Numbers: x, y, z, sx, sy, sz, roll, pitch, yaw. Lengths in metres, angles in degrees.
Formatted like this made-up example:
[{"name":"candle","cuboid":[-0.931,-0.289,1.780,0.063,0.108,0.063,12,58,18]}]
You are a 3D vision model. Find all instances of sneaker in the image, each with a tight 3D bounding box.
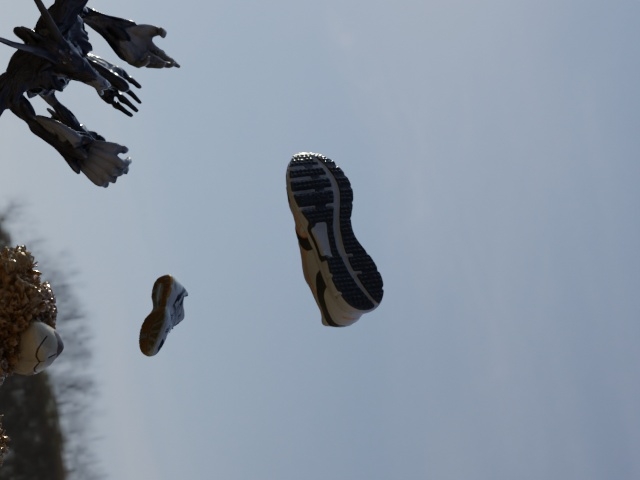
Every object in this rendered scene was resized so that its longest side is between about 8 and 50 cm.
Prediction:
[{"name":"sneaker","cuboid":[-0.144,0.074,1.116,0.032,0.037,0.083,-6,-123,35]},{"name":"sneaker","cuboid":[0.000,0.000,0.670,0.043,0.040,0.109,-54,-135,52]}]

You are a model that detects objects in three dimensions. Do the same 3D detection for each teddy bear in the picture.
[{"name":"teddy bear","cuboid":[-0.372,0.152,1.173,0.113,0.338,0.245,12,-67,29]}]

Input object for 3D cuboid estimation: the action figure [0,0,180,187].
[{"name":"action figure","cuboid":[-0.213,-0.145,1.101,0.164,0.141,0.275,-62,179,-6]}]
